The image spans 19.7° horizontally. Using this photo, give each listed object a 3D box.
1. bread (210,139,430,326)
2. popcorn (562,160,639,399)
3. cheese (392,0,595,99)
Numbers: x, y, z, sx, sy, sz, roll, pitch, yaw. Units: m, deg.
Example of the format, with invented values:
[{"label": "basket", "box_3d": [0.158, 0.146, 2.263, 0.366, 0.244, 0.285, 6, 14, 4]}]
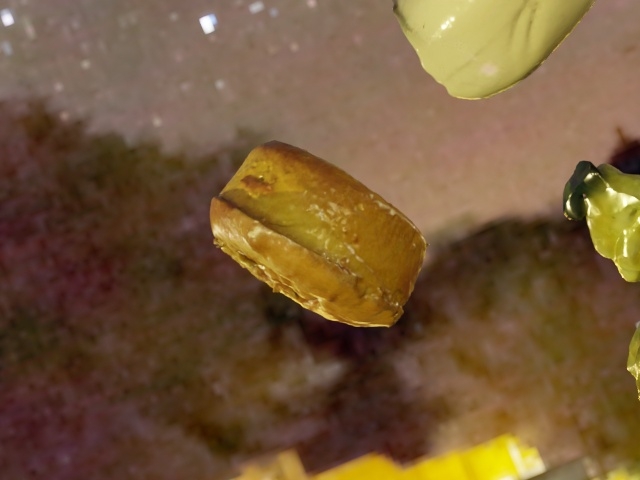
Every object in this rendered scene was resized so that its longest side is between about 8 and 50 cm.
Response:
[{"label": "bread", "box_3d": [0.000, 0.000, 2.034, 0.145, 0.268, 0.268, -58, -4, -6]}, {"label": "popcorn", "box_3d": [0.387, 0.064, 1.679, 0.237, 0.293, 0.293, 1, -18, -28]}, {"label": "cheese", "box_3d": [0.168, -0.246, 1.594, 0.233, 0.127, 0.266, -48, 16, 18]}]
